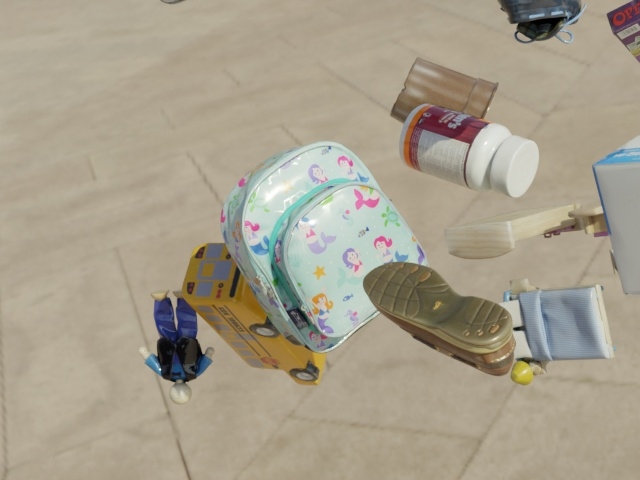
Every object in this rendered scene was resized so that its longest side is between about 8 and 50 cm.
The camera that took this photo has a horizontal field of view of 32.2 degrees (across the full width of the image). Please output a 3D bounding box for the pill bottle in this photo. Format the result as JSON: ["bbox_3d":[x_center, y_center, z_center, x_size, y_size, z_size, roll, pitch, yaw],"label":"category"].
[{"bbox_3d":[0.254,-0.153,1.901,0.221,0.121,0.121,22,40,35],"label":"pill bottle"}]

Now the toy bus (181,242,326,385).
[{"bbox_3d":[-0.093,0.128,1.814,0.130,0.332,0.108,-1,61,22],"label":"toy bus"}]

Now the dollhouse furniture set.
[{"bbox_3d":[0.381,0.101,1.827,0.198,0.303,0.286,-14,5,-41],"label":"dollhouse furniture set"}]

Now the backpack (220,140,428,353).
[{"bbox_3d":[0.000,0.000,1.467,0.225,0.253,0.191,-36,9,-17],"label":"backpack"}]

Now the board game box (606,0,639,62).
[{"bbox_3d":[0.663,-0.392,1.798,0.347,0.208,0.056,-24,60,26],"label":"board game box"}]

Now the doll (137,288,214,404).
[{"bbox_3d":[-0.238,0.174,1.808,0.129,0.189,0.046,-5,6,8],"label":"doll"}]

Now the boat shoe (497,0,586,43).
[{"bbox_3d":[0.309,-0.329,1.610,0.109,0.089,0.258,-5,-2,35],"label":"boat shoe"}]

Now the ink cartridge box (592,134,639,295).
[{"bbox_3d":[0.389,-0.048,1.162,0.203,0.148,0.086,-29,17,-37],"label":"ink cartridge box"}]

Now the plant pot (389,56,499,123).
[{"bbox_3d":[0.232,-0.261,2.117,0.165,0.167,0.167,26,29,1],"label":"plant pot"}]

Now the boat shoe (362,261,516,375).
[{"bbox_3d":[0.105,0.073,1.009,0.064,0.060,0.178,-36,38,-23],"label":"boat shoe"}]

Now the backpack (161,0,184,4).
[{"bbox_3d":[-0.201,-0.466,1.512,0.213,0.263,0.276,-53,23,-24],"label":"backpack"}]
